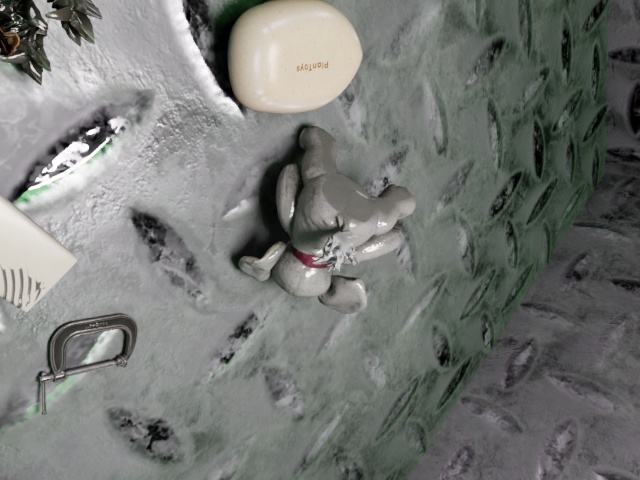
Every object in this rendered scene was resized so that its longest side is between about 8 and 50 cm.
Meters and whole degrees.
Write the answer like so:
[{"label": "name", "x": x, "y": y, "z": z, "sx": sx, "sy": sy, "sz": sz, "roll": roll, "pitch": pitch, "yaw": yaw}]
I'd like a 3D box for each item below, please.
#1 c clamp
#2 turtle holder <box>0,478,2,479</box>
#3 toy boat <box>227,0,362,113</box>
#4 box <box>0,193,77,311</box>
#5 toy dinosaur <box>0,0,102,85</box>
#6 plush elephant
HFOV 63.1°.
[{"label": "c clamp", "x": -0.369, "y": 0.187, "z": 0.835, "sx": 0.161, "sy": 0.022, "sz": 0.137, "roll": -12, "pitch": 110, "yaw": -42}, {"label": "turtle holder", "x": -0.455, "y": 0.524, "z": 0.722, "sx": 0.243, "sy": 0.227, "sz": 0.320, "roll": -16, "pitch": 117, "yaw": -43}, {"label": "toy boat", "x": -0.042, "y": -0.378, "z": 0.875, "sx": 0.268, "sy": 0.148, "sz": 0.318, "roll": -15, "pitch": 124, "yaw": -37}, {"label": "box", "x": -0.429, "y": -0.038, "z": 0.605, "sx": 0.094, "sy": 0.113, "sz": 0.275, "roll": -51, "pitch": 135, "yaw": -17}, {"label": "toy dinosaur", "x": -0.367, "y": -0.256, "z": 0.528, "sx": 0.218, "sy": 0.164, "sz": 0.321, "roll": -5, "pitch": 106, "yaw": -52}, {"label": "plush elephant", "x": 0.000, "y": 0.000, "z": 1.003, "sx": 0.272, "sy": 0.255, "sz": 0.330, "roll": 31, "pitch": 40, "yaw": -11}]
